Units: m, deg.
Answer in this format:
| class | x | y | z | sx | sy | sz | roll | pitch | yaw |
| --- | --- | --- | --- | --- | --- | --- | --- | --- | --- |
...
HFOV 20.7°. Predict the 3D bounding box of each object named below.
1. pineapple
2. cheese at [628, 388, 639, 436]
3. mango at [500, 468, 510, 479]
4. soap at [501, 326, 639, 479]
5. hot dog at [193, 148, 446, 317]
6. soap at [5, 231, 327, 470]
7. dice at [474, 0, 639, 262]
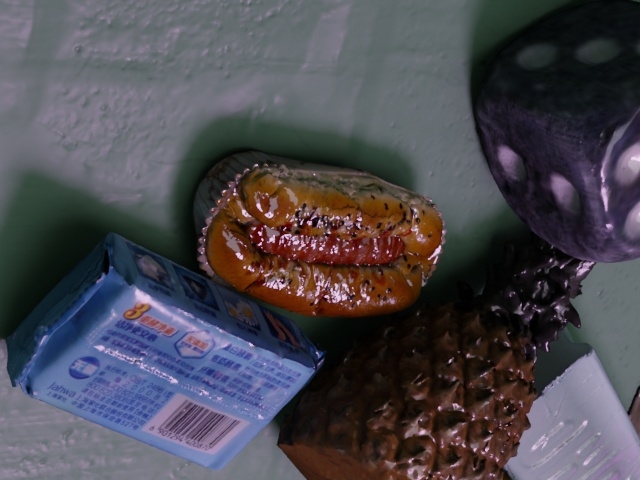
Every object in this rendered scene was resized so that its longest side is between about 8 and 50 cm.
| class | x | y | z | sx | sy | sz | roll | pitch | yaw |
| --- | --- | --- | --- | --- | --- | --- | --- | --- | --- |
| pineapple | 0.129 | 0.117 | 1.664 | 0.362 | 0.202 | 0.202 | -50 | 136 | -25 |
| cheese | 0.393 | 0.225 | 1.983 | 0.092 | 0.047 | 0.171 | -19 | 126 | -24 |
| mango | 0.156 | 0.312 | 1.809 | 0.151 | 0.156 | 0.248 | -28 | 146 | 0 |
| soap | 0.252 | 0.212 | 1.843 | 0.150 | 0.094 | 0.261 | -41 | 133 | -10 |
| hot dog | 0.000 | 0.000 | 1.554 | 0.268 | 0.075 | 0.144 | 10 | 110 | -40 |
| soap | -0.130 | 0.101 | 1.498 | 0.156 | 0.077 | 0.293 | -43 | 134 | 17 |
| dice | 0.264 | -0.101 | 1.607 | 0.182 | 0.183 | 0.181 | -33 | 129 | -18 |
